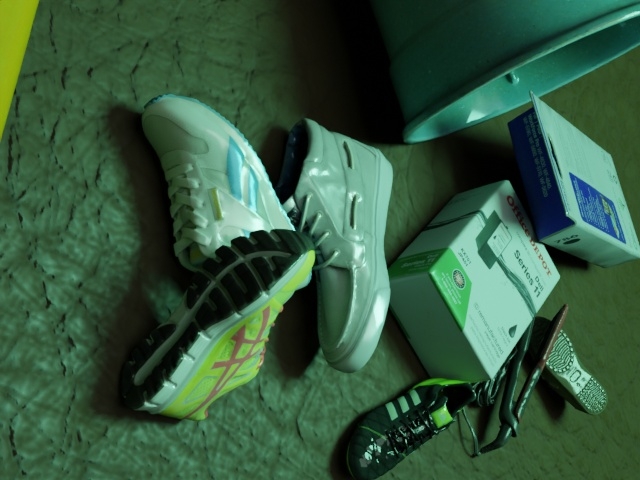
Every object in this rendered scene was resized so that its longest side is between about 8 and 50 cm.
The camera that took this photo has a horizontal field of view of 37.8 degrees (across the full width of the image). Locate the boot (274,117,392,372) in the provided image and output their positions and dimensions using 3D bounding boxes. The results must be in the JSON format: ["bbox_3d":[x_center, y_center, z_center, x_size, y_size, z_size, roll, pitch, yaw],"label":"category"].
[{"bbox_3d":[0.000,0.000,0.954,0.123,0.095,0.258,24,55,-30],"label":"boot"}]

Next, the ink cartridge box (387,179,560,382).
[{"bbox_3d":[0.179,0.046,1.096,0.208,0.087,0.153,-45,110,-41],"label":"ink cartridge box"}]

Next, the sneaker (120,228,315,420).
[{"bbox_3d":[-0.076,0.077,0.819,0.208,0.081,0.094,-44,131,6],"label":"sneaker"}]

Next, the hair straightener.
[{"bbox_3d":[0.224,0.156,1.143,0.089,0.047,0.230,27,65,7],"label":"hair straightener"}]

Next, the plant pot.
[{"bbox_3d":[0.181,-0.330,1.060,0.341,0.341,0.334,-22,85,-44],"label":"plant pot"}]

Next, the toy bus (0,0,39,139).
[{"bbox_3d":[-0.296,-0.058,0.655,0.108,0.130,0.332,24,63,-36],"label":"toy bus"}]

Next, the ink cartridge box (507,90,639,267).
[{"bbox_3d":[0.323,-0.067,1.207,0.333,0.065,0.165,18,56,-56],"label":"ink cartridge box"}]

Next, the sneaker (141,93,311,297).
[{"bbox_3d":[-0.098,-0.029,0.864,0.092,0.087,0.228,-41,104,-36],"label":"sneaker"}]

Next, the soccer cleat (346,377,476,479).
[{"bbox_3d":[0.096,0.193,0.989,0.179,0.072,0.060,-30,99,-42],"label":"soccer cleat"}]

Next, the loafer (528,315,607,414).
[{"bbox_3d":[0.308,0.166,1.211,0.056,0.050,0.148,-33,86,-24],"label":"loafer"}]
